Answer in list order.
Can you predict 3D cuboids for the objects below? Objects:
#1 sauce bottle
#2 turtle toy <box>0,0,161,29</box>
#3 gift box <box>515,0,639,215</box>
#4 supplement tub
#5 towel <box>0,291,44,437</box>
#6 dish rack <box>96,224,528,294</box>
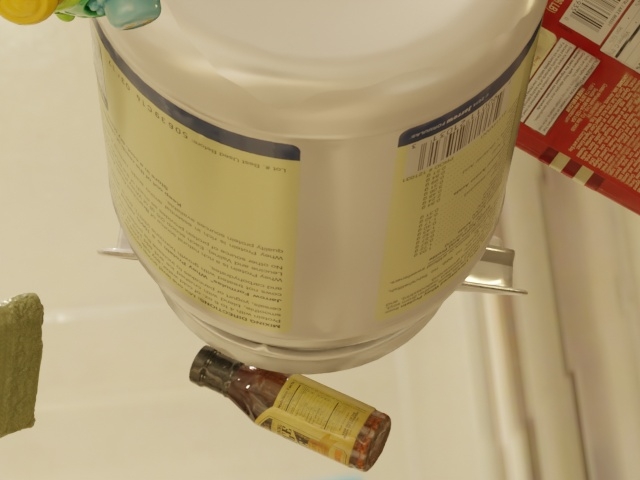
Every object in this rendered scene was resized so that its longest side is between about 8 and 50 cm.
[{"bbox_3d":[-0.020,0.101,1.173,0.128,0.042,0.042,23,-11,18],"label":"sauce bottle"},{"bbox_3d":[-0.061,-0.125,0.634,0.066,0.095,0.130,22,-58,-11],"label":"turtle toy"},{"bbox_3d":[0.267,-0.210,1.601,0.276,0.258,0.255,33,-55,-6],"label":"gift box"},{"bbox_3d":[-0.005,-0.083,1.048,0.235,0.235,0.325,-4,-29,-5],"label":"supplement tub"},{"bbox_3d":[-0.299,0.122,1.701,0.110,0.148,0.027,-18,37,-41],"label":"towel"},{"bbox_3d":[0.000,0.000,1.688,0.286,0.072,0.333,2,-4,37],"label":"dish rack"}]
